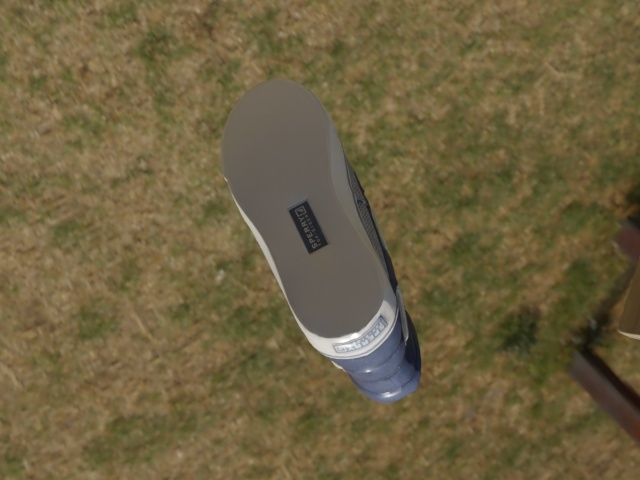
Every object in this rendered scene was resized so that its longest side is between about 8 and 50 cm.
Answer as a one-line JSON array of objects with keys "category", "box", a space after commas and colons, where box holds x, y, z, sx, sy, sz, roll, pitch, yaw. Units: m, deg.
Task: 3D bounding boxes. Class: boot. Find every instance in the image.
[{"category": "boot", "box": [0.000, 0.000, 0.659, 0.069, 0.190, 0.086, -23, 143, 7]}]

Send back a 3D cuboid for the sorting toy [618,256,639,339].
[{"category": "sorting toy", "box": [0.290, 0.008, 0.825, 0.046, 0.132, 0.274, 25, 80, -31]}]
